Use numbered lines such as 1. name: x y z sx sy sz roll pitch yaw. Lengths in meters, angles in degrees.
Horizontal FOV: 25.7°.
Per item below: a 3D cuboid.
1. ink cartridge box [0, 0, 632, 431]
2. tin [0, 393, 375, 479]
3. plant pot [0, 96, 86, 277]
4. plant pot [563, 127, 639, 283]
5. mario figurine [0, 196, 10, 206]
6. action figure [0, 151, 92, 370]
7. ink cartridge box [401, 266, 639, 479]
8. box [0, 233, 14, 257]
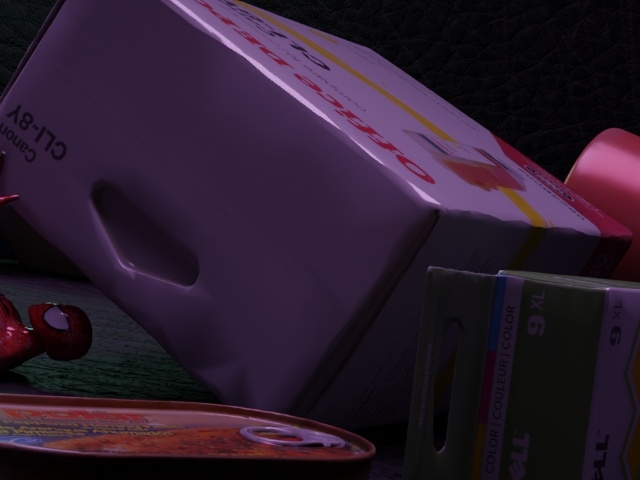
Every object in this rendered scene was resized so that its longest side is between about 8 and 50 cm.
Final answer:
1. ink cartridge box: 0.011 -0.024 0.927 0.279 0.160 0.385 39 15 22
2. tin: -0.067 0.086 0.537 0.190 0.040 0.106 7 6 -35
3. plant pot: -0.276 -0.056 1.655 0.284 0.191 0.284 8 1 0
4. plant pot: 0.419 0.027 1.659 0.243 0.275 0.275 21 7 29
5. mario figurine: -0.441 -0.071 1.504 0.198 0.170 0.320 -39 19 -28
6. action figure: -0.262 0.002 0.820 0.280 0.139 0.091 11 3 8
7. ink cartridge box: 0.127 0.073 0.670 0.062 0.109 0.209 9 1 39
8. box: -0.386 -0.011 1.812 0.100 0.060 0.244 9 2 38
